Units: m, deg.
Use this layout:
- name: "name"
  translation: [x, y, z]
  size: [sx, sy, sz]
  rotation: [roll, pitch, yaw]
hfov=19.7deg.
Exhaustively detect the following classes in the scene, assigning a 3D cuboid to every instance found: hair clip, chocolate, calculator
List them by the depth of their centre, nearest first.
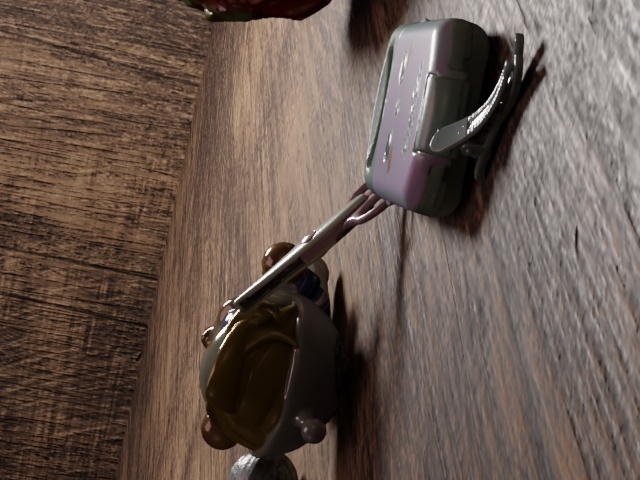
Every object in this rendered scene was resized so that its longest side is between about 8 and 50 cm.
- name: "hair clip"
  translation: [0.104, -0.086, 1.182]
  size: [0.115, 0.039, 0.030]
  rotation: [114, 158, -50]
- name: "calculator"
  translation: [0.075, -0.092, 1.351]
  size: [0.246, 0.045, 0.141]
  rotation: [-136, 57, -81]
- name: "chocolate"
  translation: [-0.063, 0.276, 1.731]
  size: [0.072, 0.072, 0.167]
  rotation: [-126, 49, -78]

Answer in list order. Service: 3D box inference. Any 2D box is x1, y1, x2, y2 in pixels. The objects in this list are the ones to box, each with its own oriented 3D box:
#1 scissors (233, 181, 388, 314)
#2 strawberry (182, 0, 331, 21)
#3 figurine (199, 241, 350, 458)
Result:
- name: "scissors"
  translation: [0.000, 0.000, 1.496]
  size: [0.176, 0.022, 0.085]
  rotation: [-39, 17, 5]
- name: "strawberry"
  translation: [-0.043, -0.393, 1.891]
  size: [0.345, 0.295, 0.317]
  rotation: [-48, -11, -4]
- name: "figurine"
  translation: [-0.038, 0.101, 1.626]
  size: [0.274, 0.133, 0.194]
  rotation: [58, -126, -89]
